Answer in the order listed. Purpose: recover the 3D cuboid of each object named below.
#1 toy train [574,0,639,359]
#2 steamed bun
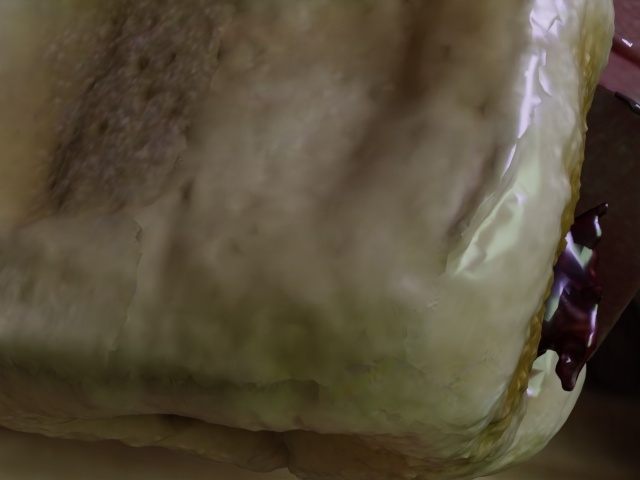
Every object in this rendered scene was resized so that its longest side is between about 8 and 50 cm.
[{"bbox_3d":[0.180,-0.019,0.533,0.304,0.150,0.221,35,49,9],"label":"toy train"},{"bbox_3d":[0.000,0.000,0.410,0.155,0.172,0.141,47,56,-51],"label":"steamed bun"}]
